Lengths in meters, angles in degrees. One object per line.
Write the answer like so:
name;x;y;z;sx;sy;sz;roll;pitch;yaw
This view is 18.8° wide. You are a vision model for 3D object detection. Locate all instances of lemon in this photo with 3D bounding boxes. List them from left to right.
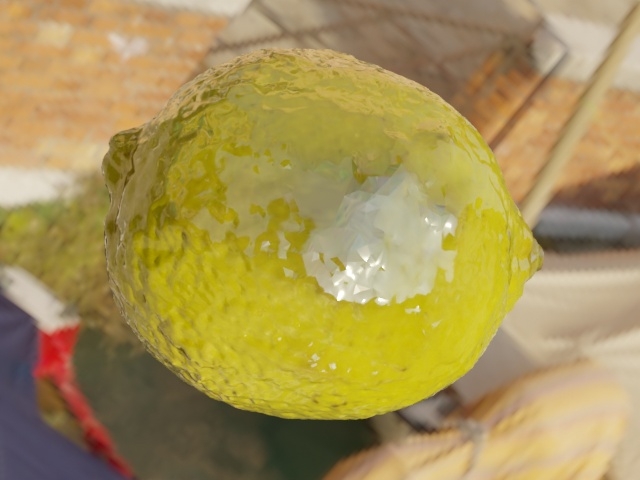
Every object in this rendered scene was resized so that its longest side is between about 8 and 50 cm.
lemon;0.000;0.000;1.352;0.321;0.268;0.268;14;30;-2
